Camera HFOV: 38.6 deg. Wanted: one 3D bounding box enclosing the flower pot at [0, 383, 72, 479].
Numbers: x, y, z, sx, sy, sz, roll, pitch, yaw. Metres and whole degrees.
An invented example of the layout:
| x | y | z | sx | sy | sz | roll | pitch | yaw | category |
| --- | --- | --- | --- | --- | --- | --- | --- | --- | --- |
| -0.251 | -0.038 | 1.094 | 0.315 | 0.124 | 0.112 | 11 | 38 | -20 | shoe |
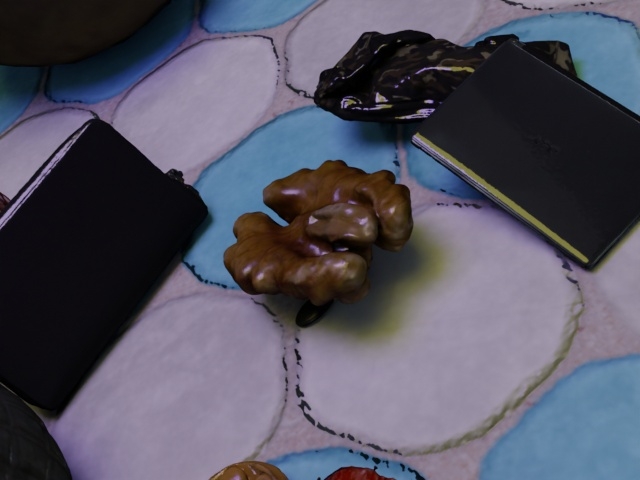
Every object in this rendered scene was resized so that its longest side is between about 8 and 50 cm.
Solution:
| x | y | z | sx | sy | sz | roll | pitch | yaw | category |
| --- | --- | --- | --- | --- | --- | --- | --- | --- | --- |
| -0.338 | 0.202 | 0.659 | 0.302 | 0.213 | 0.302 | -16 | 47 | 18 | flower pot |

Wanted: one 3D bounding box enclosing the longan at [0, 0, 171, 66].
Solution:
| x | y | z | sx | sy | sz | roll | pitch | yaw | category |
| --- | --- | --- | --- | --- | --- | --- | --- | --- | --- |
| -0.361 | -0.407 | 1.095 | 0.436 | 0.404 | 0.404 | 4 | 54 | 29 | longan |

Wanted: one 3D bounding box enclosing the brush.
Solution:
| x | y | z | sx | sy | sz | roll | pitch | yaw | category |
| --- | --- | --- | --- | --- | --- | --- | --- | --- | --- |
| 0.011 | 0.040 | 0.744 | 0.083 | 0.008 | 0.024 | -42 | 39 | -8 | brush |

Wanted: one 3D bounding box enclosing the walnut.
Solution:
| x | y | z | sx | sy | sz | roll | pitch | yaw | category |
| --- | --- | --- | --- | --- | --- | --- | --- | --- | --- |
| 0.000 | 0.000 | 0.732 | 0.143 | 0.069 | 0.170 | -49 | 34 | -17 | walnut |

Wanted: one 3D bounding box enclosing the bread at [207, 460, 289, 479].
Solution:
| x | y | z | sx | sy | sz | roll | pitch | yaw | category |
| --- | --- | --- | --- | --- | --- | --- | --- | --- | --- |
| -0.056 | 0.203 | 0.627 | 0.110 | 0.024 | 0.110 | -17 | 46 | 19 | bread |

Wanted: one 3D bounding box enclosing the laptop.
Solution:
| x | y | z | sx | sy | sz | roll | pitch | yaw | category |
| --- | --- | --- | --- | --- | --- | --- | --- | --- | --- |
| 0.175 | -0.073 | 0.704 | 0.129 | 0.016 | 0.180 | -44 | 63 | -10 | laptop |

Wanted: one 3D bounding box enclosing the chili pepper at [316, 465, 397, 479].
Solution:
| x | y | z | sx | sy | sz | roll | pitch | yaw | category |
| --- | --- | --- | --- | --- | --- | --- | --- | --- | --- |
| 0.020 | 0.227 | 0.516 | 0.084 | 0.086 | 0.192 | -3 | 38 | 3 | chili pepper |

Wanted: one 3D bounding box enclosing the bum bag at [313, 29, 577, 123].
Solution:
| x | y | z | sx | sy | sz | roll | pitch | yaw | category |
| --- | --- | --- | --- | --- | --- | --- | --- | --- | --- |
| 0.113 | -0.139 | 0.800 | 0.248 | 0.069 | 0.102 | 12 | 44 | 20 | bum bag |

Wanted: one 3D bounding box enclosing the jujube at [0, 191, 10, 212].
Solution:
| x | y | z | sx | sy | sz | roll | pitch | yaw | category |
| --- | --- | --- | --- | --- | --- | --- | --- | --- | --- |
| -0.361 | 0.020 | 0.884 | 0.168 | 0.168 | 0.236 | -29 | 26 | 5 | jujube |

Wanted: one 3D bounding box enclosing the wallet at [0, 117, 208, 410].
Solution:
| x | y | z | sx | sy | sz | roll | pitch | yaw | category |
| --- | --- | --- | --- | --- | --- | --- | --- | --- | --- |
| -0.219 | 0.013 | 0.812 | 0.250 | 0.149 | 0.044 | -56 | 21 | -19 | wallet |
